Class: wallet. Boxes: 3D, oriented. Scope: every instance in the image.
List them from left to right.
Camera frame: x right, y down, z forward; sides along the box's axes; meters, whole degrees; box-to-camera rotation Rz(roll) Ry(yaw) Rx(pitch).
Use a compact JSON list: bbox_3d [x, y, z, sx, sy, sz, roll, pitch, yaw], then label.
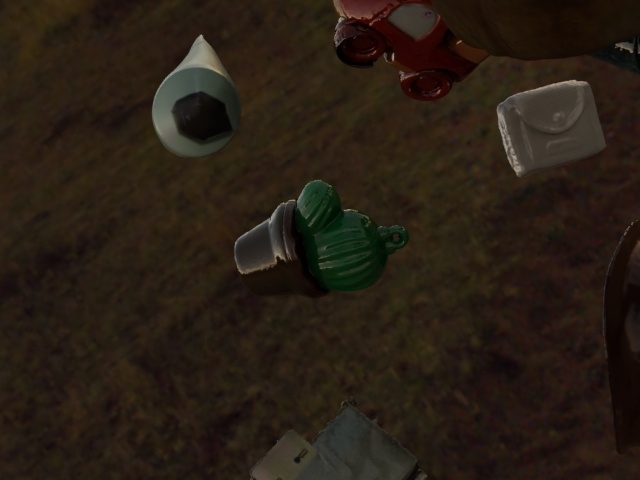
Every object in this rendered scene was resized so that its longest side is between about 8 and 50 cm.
[{"bbox_3d":[0.349,-0.171,1.862,0.183,0.124,0.032,-17,4,-31],"label":"wallet"}]

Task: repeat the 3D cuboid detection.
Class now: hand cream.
[{"bbox_3d":[-0.112,-0.123,1.083,0.320,0.067,0.109,-125,55,-77],"label":"hand cream"}]

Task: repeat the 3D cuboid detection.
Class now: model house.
[{"bbox_3d":[-0.004,0.350,1.608,0.271,0.178,0.206,-48,-17,-16],"label":"model house"}]

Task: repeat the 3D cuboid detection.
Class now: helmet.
[{"bbox_3d":[0.544,0.142,1.767,0.230,0.385,0.337,4,67,22],"label":"helmet"}]

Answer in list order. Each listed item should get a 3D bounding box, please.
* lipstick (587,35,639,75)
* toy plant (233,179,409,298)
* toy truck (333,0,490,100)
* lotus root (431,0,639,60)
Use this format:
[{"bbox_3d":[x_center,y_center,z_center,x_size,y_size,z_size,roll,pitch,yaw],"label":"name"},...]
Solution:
[{"bbox_3d":[0.270,-0.114,0.843,0.234,0.053,0.053,33,65,32],"label":"lipstick"},{"bbox_3d":[0.000,0.000,1.439,0.200,0.142,0.105,-19,16,14],"label":"toy plant"},{"bbox_3d":[0.160,-0.332,1.678,0.239,0.265,0.189,-34,43,46],"label":"toy truck"},{"bbox_3d":[0.189,-0.312,0.878,0.375,0.111,0.390,-32,42,22],"label":"lotus root"}]
